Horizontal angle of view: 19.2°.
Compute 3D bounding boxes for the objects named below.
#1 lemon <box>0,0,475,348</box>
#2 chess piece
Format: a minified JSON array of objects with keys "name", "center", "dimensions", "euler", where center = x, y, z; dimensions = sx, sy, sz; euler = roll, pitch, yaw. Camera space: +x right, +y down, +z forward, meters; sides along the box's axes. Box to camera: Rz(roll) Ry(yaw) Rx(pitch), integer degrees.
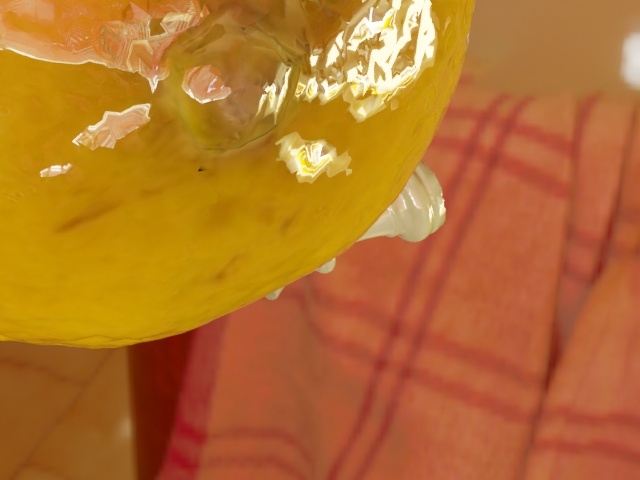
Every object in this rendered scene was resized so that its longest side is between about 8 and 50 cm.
[{"name":"lemon","center":[-0.087,-0.099,0.588],"dimensions":[0.245,0.245,0.320],"euler":[-15,31,-23]},{"name":"chess piece","center":[0.000,0.000,1.111],"dimensions":[0.149,0.059,0.059],"euler":[-29,43,-22]}]
